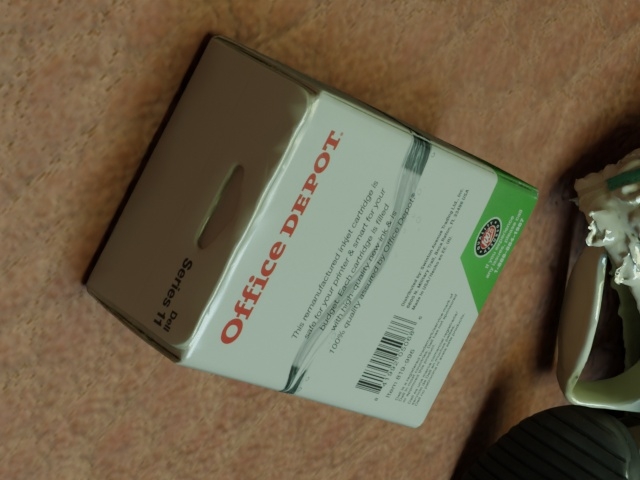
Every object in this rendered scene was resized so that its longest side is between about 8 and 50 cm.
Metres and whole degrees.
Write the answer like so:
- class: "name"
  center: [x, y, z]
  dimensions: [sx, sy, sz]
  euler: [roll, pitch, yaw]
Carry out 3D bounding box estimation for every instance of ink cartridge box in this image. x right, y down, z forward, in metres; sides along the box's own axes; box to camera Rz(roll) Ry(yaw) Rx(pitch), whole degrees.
- class: "ink cartridge box"
  center: [0.000, 0.000, 1.017]
  dimensions: [0.208, 0.087, 0.153]
  euler: [22, 98, -51]

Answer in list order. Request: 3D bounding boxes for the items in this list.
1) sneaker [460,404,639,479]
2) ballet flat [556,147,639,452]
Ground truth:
- class: "sneaker"
  center: [0.157, 0.237, 1.315]
  dimensions: [0.146, 0.122, 0.330]
  euler: [-16, 133, -43]
- class: "ballet flat"
  center: [0.223, 0.104, 1.308]
  dimensions: [0.147, 0.147, 0.409]
  euler: [-30, 130, -30]
